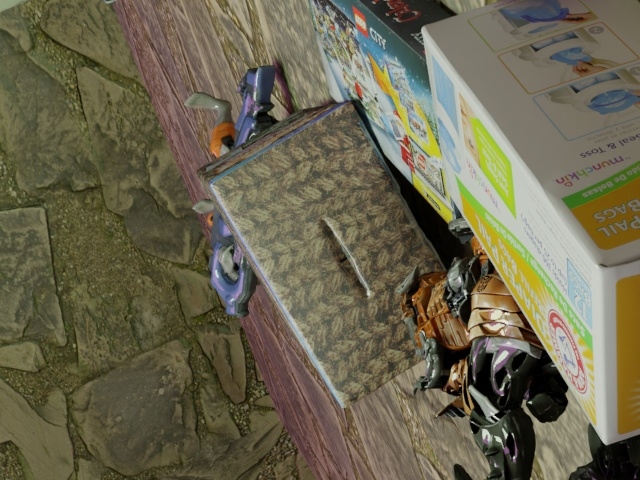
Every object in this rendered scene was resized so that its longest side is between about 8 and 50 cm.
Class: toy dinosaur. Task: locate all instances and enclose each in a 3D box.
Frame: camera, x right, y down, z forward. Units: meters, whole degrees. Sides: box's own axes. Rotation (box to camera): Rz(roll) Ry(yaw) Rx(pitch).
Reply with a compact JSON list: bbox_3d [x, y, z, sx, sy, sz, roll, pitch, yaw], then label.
[{"bbox_3d":[0.139,0.084,0.691,0.322,0.164,0.218,-171,71,-88],"label":"toy dinosaur"}]

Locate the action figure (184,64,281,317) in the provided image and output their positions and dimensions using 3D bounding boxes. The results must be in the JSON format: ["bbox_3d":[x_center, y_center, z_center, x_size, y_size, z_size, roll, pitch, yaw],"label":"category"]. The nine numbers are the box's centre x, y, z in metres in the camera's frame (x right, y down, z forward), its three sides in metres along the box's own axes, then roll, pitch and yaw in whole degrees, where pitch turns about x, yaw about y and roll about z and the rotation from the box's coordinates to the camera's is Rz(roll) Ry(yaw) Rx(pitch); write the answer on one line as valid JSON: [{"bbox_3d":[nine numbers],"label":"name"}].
[{"bbox_3d":[-0.070,-0.090,1.375,0.330,0.178,0.341,44,130,45],"label":"action figure"}]

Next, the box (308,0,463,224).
[{"bbox_3d":[0.060,-0.134,0.817,0.233,0.044,0.159,54,164,45],"label":"box"}]

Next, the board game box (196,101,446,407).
[{"bbox_3d":[0.000,0.000,1.012,0.232,0.141,0.291,60,175,-9],"label":"board game box"}]

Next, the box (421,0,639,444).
[{"bbox_3d":[0.134,-0.025,0.482,0.203,0.103,0.114,-113,6,-50],"label":"box"}]

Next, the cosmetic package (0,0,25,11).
[{"bbox_3d":[-0.367,-0.368,0.983,0.309,0.160,0.113,59,167,22],"label":"cosmetic package"}]

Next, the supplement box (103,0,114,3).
[{"bbox_3d":[-0.200,-0.445,0.960,0.194,0.195,0.356,51,162,50],"label":"supplement box"}]
